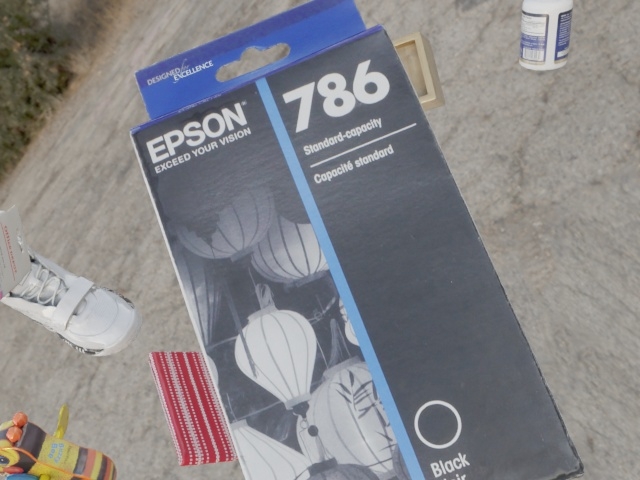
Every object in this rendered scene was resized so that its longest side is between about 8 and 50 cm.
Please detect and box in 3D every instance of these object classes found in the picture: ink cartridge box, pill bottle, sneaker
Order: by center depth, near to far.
[{"bbox_3d":[0.000,0.000,0.379,0.166,0.065,0.332,-23,76,2],"label":"ink cartridge box"},{"bbox_3d":[-0.487,0.030,0.912,0.067,0.115,0.198,-2,20,3],"label":"ink cartridge box"},{"bbox_3d":[0.443,-0.430,1.277,0.094,0.169,0.094,-5,33,3],"label":"pill bottle"},{"bbox_3d":[-0.534,0.107,1.281,0.366,0.210,0.137,17,69,28],"label":"sneaker"}]

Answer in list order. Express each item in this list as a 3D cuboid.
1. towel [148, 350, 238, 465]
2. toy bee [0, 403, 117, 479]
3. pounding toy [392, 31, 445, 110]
[{"bbox_3d":[-0.134,0.264,1.052,0.031,0.275,0.198,-52,49,28],"label":"towel"},{"bbox_3d":[-0.455,0.347,1.018,0.162,0.299,0.195,-55,45,34],"label":"toy bee"},{"bbox_3d":[0.120,-0.267,1.072,0.141,0.100,0.130,-14,88,23],"label":"pounding toy"}]
